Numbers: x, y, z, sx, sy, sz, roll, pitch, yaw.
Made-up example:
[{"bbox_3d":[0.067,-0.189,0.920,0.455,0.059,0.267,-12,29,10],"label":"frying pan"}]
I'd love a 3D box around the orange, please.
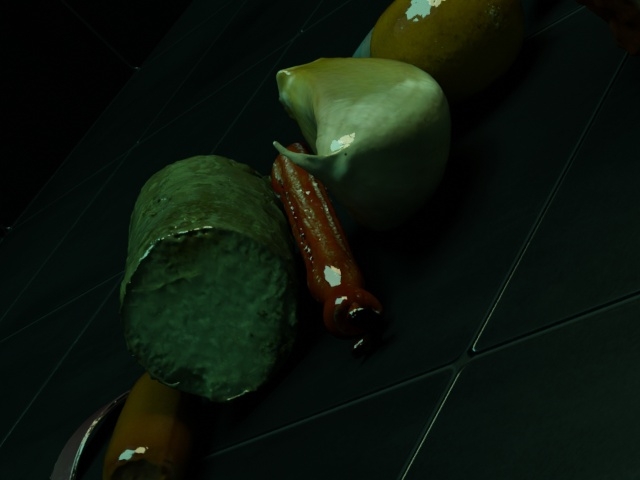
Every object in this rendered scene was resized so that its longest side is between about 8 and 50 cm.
[{"bbox_3d":[0.123,-0.191,1.626,0.156,0.124,0.156,-42,0,0],"label":"orange"}]

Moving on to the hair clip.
[{"bbox_3d":[-0.239,0.204,1.767,0.054,0.022,0.137,-31,21,52],"label":"hair clip"}]

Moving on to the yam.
[{"bbox_3d":[-0.101,0.022,1.584,0.168,0.168,0.304,-43,16,11],"label":"yam"}]

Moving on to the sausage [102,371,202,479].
[{"bbox_3d":[-0.145,0.171,1.505,0.076,0.076,0.197,-41,15,17],"label":"sausage"}]

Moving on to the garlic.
[{"bbox_3d":[0.035,-0.087,1.502,0.245,0.164,0.145,-96,28,-71],"label":"garlic"}]

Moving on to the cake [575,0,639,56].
[{"bbox_3d":[0.286,-0.319,1.241,0.269,0.270,0.319,-51,14,-12],"label":"cake"}]

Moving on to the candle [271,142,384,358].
[{"bbox_3d":[0.000,0.000,1.491,0.051,0.048,0.329,-34,30,7],"label":"candle"}]

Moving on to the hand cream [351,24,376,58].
[{"bbox_3d":[0.082,-0.222,1.964,0.111,0.070,0.312,-46,7,5],"label":"hand cream"}]
